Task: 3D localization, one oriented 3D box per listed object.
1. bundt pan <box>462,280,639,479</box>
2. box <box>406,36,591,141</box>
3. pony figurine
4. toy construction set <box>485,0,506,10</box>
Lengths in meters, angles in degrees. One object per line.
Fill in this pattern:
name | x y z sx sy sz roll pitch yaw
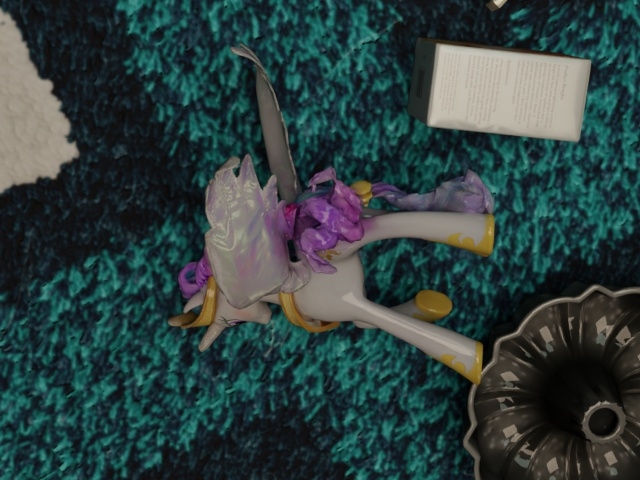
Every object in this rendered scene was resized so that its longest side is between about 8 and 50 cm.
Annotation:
bundt pan | 0.321 0.196 1.390 0.330 0.124 0.331 -1 103 -5
box | 0.194 -0.169 1.290 0.170 0.130 0.091 5 102 -7
pony figurine | 0.000 0.000 1.244 0.363 0.303 0.351 5 129 7
toy construction set | 0.163 -0.411 1.222 0.328 0.151 0.215 46 70 -21
